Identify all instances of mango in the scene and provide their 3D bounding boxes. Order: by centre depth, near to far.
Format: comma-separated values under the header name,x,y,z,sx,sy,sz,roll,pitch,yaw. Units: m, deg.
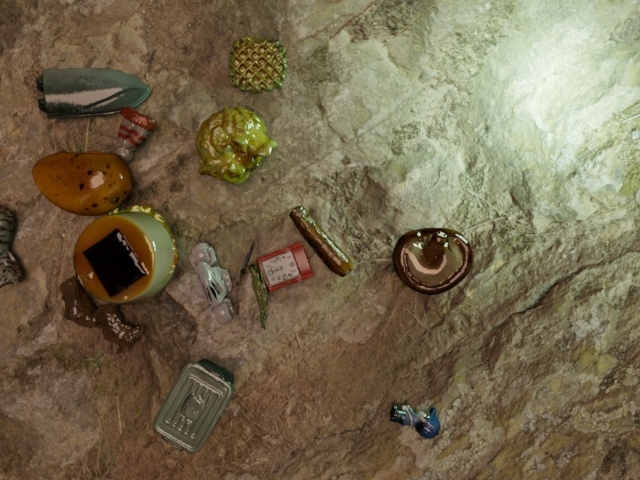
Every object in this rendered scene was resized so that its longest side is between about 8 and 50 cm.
name,x,y,z,sx,sy,sz,roll,pitch,yaw
mango,-0.698,-0.169,1.355,0.289,0.160,0.191,7,98,3

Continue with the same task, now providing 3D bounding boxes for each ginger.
name,x,y,z,sx,sy,sz,roll,pitch,yaw
ginger,-0.669,0.218,1.381,0.290,0.084,0.122,37,95,0

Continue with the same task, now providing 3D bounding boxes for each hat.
name,x,y,z,sx,sy,sz,roll,pitch,yaw
hat,-0.568,-0.310,1.392,0.112,0.093,0.163,31,94,11

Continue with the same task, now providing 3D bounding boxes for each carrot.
name,x,y,z,sx,sy,sz,roll,pitch,yaw
carrot,0.000,0.000,1.405,0.070,0.070,0.260,-39,89,-1

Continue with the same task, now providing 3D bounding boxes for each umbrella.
name,x,y,z,sx,sy,sz,roll,pitch,yaw
umbrella,-0.228,0.070,1.423,0.022,0.022,0.149,22,89,-27

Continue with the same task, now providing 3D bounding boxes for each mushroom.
name,x,y,z,sx,sy,sz,roll,pitch,yaw
mushroom,0.332,0.057,1.385,0.231,0.138,0.195,5,103,10

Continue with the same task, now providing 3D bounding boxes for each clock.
name,x,y,z,sx,sy,sz,roll,pitch,yaw
clock,-0.109,0.081,1.407,0.154,0.061,0.113,-21,90,2

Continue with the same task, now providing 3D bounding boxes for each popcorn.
name,x,y,z,sx,sy,sz,roll,pitch,yaw
popcorn,-0.253,-0.269,1.347,0.216,0.181,0.235,32,88,0

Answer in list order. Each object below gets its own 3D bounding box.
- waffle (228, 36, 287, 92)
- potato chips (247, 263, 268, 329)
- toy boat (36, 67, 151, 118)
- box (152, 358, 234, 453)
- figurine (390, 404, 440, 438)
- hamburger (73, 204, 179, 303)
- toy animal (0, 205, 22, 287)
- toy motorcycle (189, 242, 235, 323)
name,x,y,z,sx,sy,sz,roll,pitch,yaw
waffle,-0.193,-0.541,1.426,0.183,0.036,0.170,3,92,1
potato chips,-0.182,0.171,1.390,0.028,0.092,0.208,-11,91,-27
toy boat,-0.677,-0.446,1.393,0.319,0.092,0.142,-6,88,-8
box,-0.359,0.470,1.359,0.163,0.135,0.244,29,90,1
figurine,0.289,0.542,1.398,0.149,0.087,0.086,13,126,0
hamburger,-0.555,0.049,1.342,0.294,0.179,0.276,-36,87,2
toy animal,-0.993,0.020,1.384,0.169,0.090,0.256,-10,92,-6
toy motorcycle,-0.324,0.130,1.377,0.112,0.112,0.255,-20,91,-1
